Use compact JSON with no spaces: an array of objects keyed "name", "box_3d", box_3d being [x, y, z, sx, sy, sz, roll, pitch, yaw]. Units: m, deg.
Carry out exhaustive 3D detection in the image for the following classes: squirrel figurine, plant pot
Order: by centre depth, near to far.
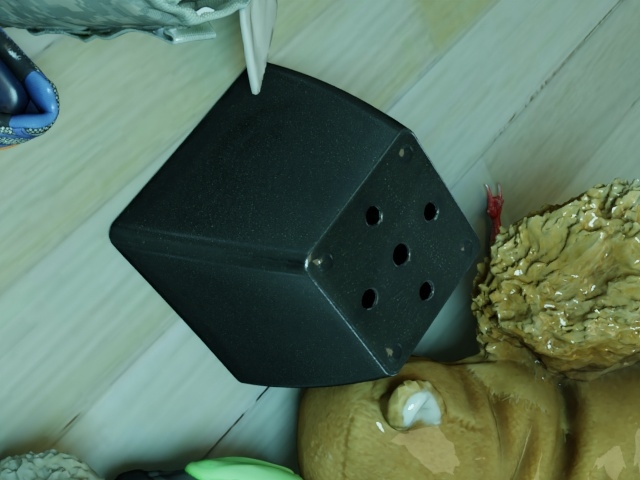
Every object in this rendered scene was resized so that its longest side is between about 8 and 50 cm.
[{"name":"plant pot","box_3d":[0.000,0.000,0.772,0.187,0.167,0.188,-53,129,-22]},{"name":"squirrel figurine","box_3d":[0.171,0.134,0.878,0.371,0.281,0.396,21,91,-21]}]

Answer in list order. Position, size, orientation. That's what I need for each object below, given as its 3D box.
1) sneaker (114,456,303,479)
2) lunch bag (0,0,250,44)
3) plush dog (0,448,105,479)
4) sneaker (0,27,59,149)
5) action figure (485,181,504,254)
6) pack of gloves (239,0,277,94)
[{"name":"sneaker","box_3d":[-0.145,0.377,0.733,0.202,0.185,0.482,20,80,-24]},{"name":"lunch bag","box_3d":[-0.152,-0.238,0.541,0.169,0.235,0.286,-25,113,-36]},{"name":"plush dog","box_3d":[-0.196,0.249,0.553,0.225,0.262,0.210,-35,155,-3]},{"name":"sneaker","box_3d":[-0.232,-0.123,0.591,0.221,0.087,0.083,31,76,-41]},{"name":"action figure","box_3d":[0.251,0.004,1.054,0.280,0.091,0.139,-17,115,-40]},{"name":"pack of gloves","box_3d":[-0.056,-0.239,0.689,0.232,0.046,0.195,80,20,-67]}]
